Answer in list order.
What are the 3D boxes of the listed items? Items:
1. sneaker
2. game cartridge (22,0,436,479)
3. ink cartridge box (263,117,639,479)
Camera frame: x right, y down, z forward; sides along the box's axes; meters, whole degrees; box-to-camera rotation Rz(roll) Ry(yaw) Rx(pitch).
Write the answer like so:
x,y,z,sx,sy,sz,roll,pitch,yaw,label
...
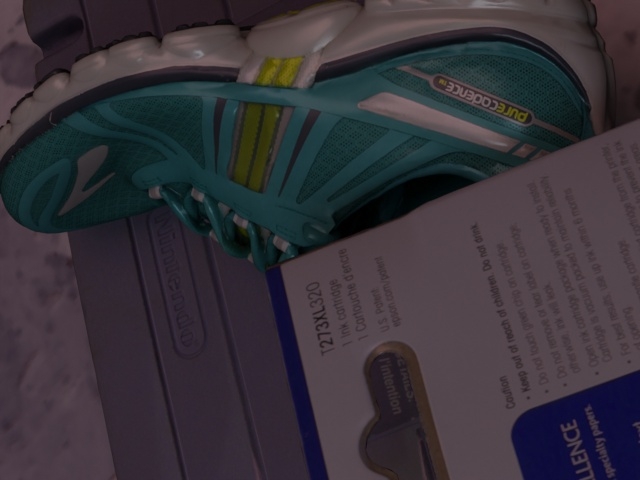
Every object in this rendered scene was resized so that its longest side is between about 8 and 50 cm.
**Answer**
x,y,z,sx,sy,sz,roll,pitch,yaw,label
-0.017,-0.031,0.723,0.275,0.107,0.110,-9,81,28,sneaker
0.000,0.000,0.793,0.230,0.068,0.355,-23,65,18,game cartridge
0.173,0.022,0.576,0.371,0.069,0.175,-20,52,8,ink cartridge box
